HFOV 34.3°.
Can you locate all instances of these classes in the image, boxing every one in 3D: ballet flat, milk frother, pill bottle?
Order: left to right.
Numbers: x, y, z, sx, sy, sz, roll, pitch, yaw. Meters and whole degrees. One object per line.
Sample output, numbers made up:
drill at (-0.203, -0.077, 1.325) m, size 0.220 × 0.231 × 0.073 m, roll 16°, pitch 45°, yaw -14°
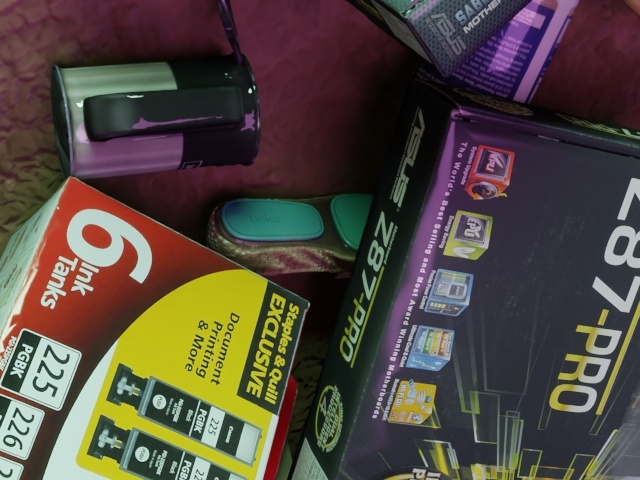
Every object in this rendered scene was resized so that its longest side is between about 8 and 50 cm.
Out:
milk frother at (-0.116, -0.121, 0.719) m, size 0.134 × 0.129 × 0.143 m, roll -8°, pitch 78°, yaw -21°
ballet flat at (0.000, 0.000, 0.858) m, size 0.206 × 0.073 × 0.067 m, roll 4°, pitch 143°, yaw -23°
pill bottle at (0.124, -0.133, 0.808) m, size 0.094 × 0.094 × 0.169 m, roll 12°, pitch 112°, yaw -29°

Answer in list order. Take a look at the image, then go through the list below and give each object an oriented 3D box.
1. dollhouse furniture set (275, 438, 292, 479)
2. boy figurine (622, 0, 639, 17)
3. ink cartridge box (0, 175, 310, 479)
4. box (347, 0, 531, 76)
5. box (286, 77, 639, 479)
dollhouse furniture set at (-0.224, 0.288, 0.925) m, size 0.303 × 0.174 × 0.355 m, roll 12°, pitch 139°, yaw -36°
boy figurine at (0.274, -0.245, 0.801) m, size 0.285 × 0.092 × 0.177 m, roll -15°, pitch 128°, yaw -20°
ink cartridge box at (-0.126, 0.161, 0.708) m, size 0.271 × 0.309 × 0.130 m, roll 29°, pitch 147°, yaw -23°
box at (0.077, -0.224, 0.650) m, size 0.183 × 0.233 × 0.059 m, roll -41°, pitch 132°, yaw 3°
box at (0.166, 0.098, 0.820) m, size 0.318 × 0.097 × 0.395 m, roll 10°, pitch 109°, yaw -23°
